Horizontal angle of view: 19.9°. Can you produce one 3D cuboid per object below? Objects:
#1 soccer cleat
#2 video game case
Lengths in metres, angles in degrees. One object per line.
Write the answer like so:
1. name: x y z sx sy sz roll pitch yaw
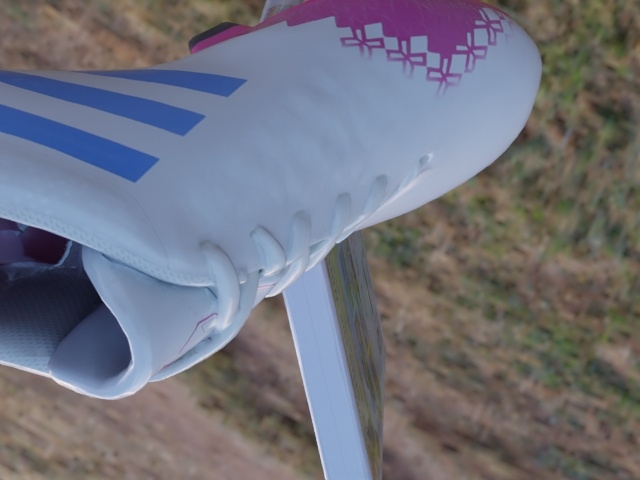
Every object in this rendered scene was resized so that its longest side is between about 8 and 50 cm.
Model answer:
1. soccer cleat: -0.045 -0.007 0.657 0.143 0.331 0.116 59 146 35
2. video game case: 0.000 0.000 0.932 0.026 0.206 0.227 -10 110 6
